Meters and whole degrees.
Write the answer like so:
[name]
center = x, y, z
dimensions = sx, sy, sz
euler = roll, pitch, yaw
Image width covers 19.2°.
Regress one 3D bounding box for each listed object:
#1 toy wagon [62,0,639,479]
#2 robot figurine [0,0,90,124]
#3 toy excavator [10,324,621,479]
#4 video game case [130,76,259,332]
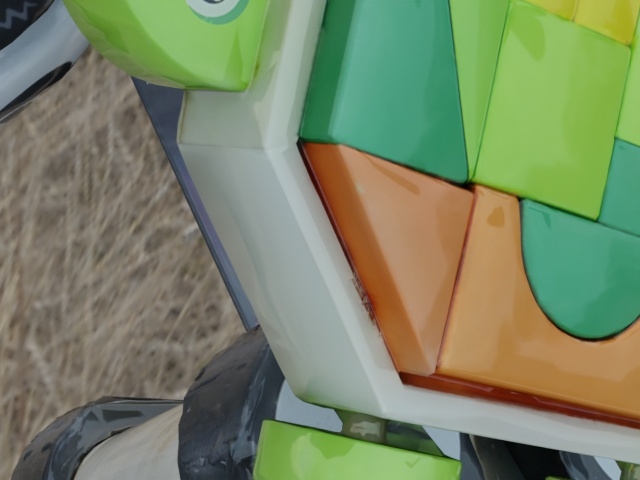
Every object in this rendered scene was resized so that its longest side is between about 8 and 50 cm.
[toy wagon]
center = 0.052, -0.052, 0.525
dimensions = 0.344, 0.068, 0.267
euler = 15, 84, -41
[robot figurine]
center = -0.157, -0.137, 0.571
dimensions = 0.209, 0.278, 0.173
euler = 37, 76, 22
[toy excavator]
center = 0.110, 0.256, 0.809
dimensions = 0.433, 0.222, 0.445
euler = -2, 77, -34
[video game case]
center = 0.000, 0.000, 1.156
dimensions = 0.026, 0.196, 0.274
euler = -36, 111, -37
